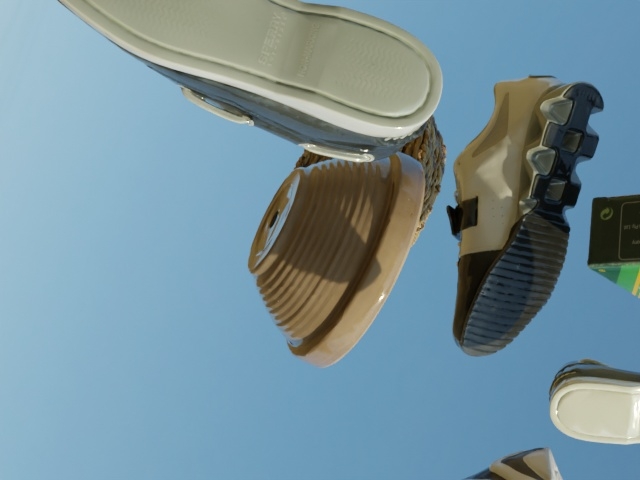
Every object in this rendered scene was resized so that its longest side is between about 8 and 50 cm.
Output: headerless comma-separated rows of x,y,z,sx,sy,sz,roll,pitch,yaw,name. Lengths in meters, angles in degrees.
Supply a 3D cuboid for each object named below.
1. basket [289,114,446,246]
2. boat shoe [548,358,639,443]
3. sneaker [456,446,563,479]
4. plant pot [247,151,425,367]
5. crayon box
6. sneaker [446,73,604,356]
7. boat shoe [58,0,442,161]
0.088,-0.063,1.669,0.213,0.223,0.299,12,-120,25,basket
0.447,0.208,1.306,0.099,0.319,0.116,-63,160,-67,boat shoe
0.100,0.242,0.728,0.153,0.094,0.235,-20,-156,17,sneaker
0.000,0.000,1.066,0.237,0.109,0.237,-57,-164,25,plant pot
0.457,0.030,1.146,0.203,0.323,0.083,-5,-109,40,crayon box
0.209,-0.032,1.217,0.146,0.122,0.331,24,-85,48,sneaker
-0.066,-0.137,0.741,0.114,0.302,0.091,-63,-178,-22,boat shoe
